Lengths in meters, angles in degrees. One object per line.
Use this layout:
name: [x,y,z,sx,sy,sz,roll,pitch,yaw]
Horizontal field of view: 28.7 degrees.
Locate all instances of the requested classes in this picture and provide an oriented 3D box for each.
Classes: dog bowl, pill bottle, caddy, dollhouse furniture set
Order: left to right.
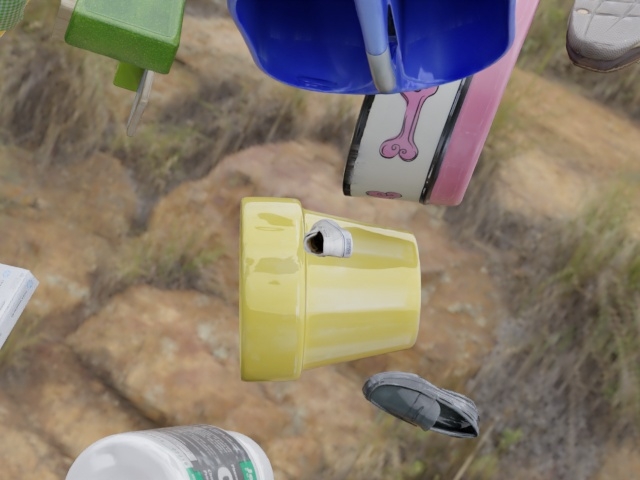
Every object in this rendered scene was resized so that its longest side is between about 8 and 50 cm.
dollhouse furniture set: [-0.292,-0.222,1.190,0.301,0.197,0.151,16,54,-14]
pill bottle: [-0.212,0.379,1.872,0.204,0.204,0.361,37,8,18]
caddy: [0.048,-0.223,1.100,0.241,0.179,0.341,-6,-14,7]
dog bowl: [0.168,-0.223,1.592,0.150,0.408,0.408,21,24,5]

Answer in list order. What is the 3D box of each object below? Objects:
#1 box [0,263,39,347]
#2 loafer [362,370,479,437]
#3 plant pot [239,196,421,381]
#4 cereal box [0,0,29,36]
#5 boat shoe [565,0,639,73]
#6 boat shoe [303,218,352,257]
box: [-0.536,0.096,1.888,0.186,0.038,0.145,9,59,29]
loafer: [0.173,0.277,2.087,0.223,0.076,0.078,20,27,-25]
plant pot: [0.008,0.066,1.717,0.239,0.254,0.254,0,30,-5]
cereal box: [-0.446,-0.289,1.384,0.047,0.173,0.240,32,-9,38]
boat shoe: [0.412,-0.280,1.574,0.132,0.130,0.355,27,44,25]
boat shoe: [0.000,0.000,1.215,0.035,0.035,0.100,-2,11,-17]
